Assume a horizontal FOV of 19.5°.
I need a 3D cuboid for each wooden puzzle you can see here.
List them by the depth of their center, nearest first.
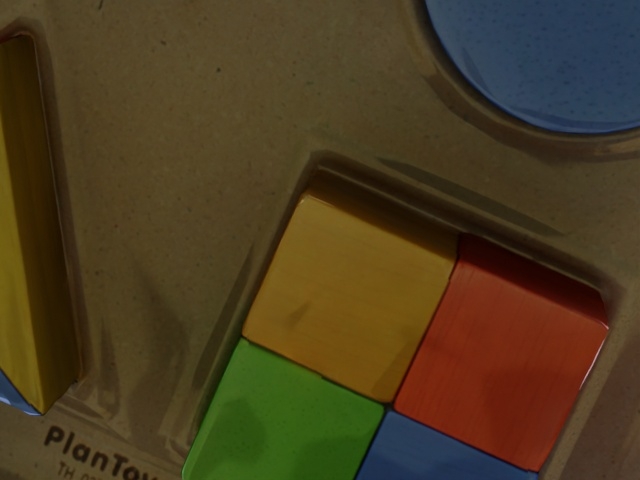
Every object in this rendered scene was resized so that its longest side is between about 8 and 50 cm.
[{"bbox_3d":[-0.019,-0.050,0.538,0.322,0.080,0.347,24,-82,2],"label":"wooden puzzle"}]
